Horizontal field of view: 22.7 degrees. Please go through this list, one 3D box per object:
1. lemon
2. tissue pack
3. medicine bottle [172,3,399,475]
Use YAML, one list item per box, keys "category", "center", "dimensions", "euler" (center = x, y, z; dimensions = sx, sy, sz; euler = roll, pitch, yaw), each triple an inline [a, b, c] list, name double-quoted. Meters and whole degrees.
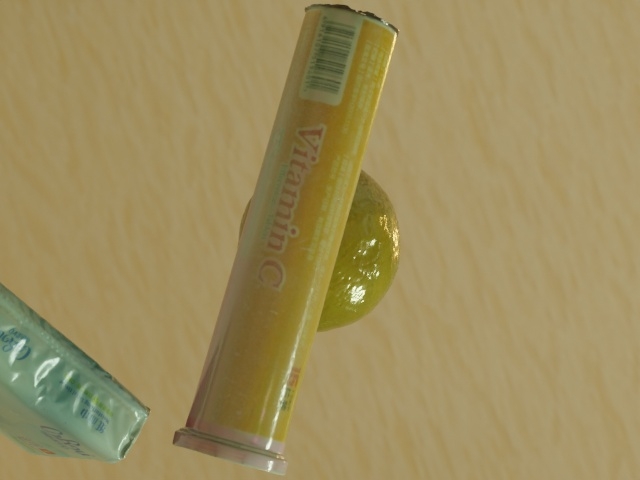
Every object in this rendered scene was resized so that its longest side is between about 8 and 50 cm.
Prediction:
- category: "lemon"
  center: [0.000, 0.000, 1.732]
  dimensions: [0.184, 0.184, 0.248]
  euler: [-18, -159, 14]
- category: "tissue pack"
  center: [-0.321, 0.125, 1.602]
  dimensions: [0.177, 0.263, 0.089]
  euler: [-4, -128, 45]
- category: "medicine bottle"
  center: [-0.023, -0.003, 1.464]
  dimensions: [0.108, 0.426, 0.108]
  euler: [16, 173, 2]
